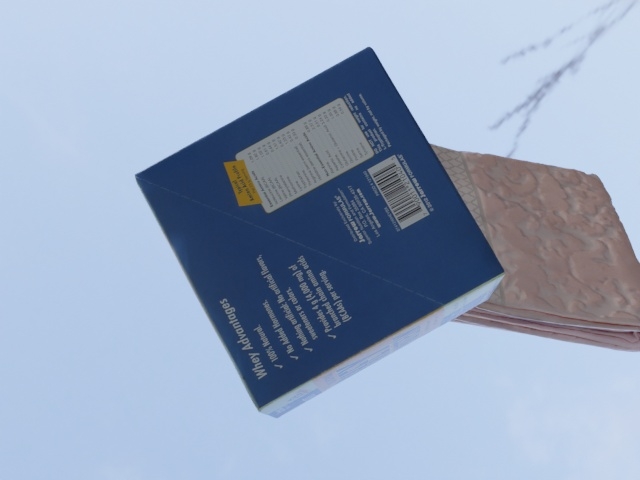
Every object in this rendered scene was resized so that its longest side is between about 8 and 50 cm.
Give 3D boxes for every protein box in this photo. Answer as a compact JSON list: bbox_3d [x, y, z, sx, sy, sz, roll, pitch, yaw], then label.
[{"bbox_3d":[0.000,0.000,0.898,0.201,0.136,0.199,-29,-101,-2],"label":"protein box"}]

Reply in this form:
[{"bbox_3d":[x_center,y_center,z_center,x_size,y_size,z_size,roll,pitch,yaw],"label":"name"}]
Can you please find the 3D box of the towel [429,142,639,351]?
[{"bbox_3d":[0.250,-0.005,1.455,0.317,0.053,0.331,10,-143,-13],"label":"towel"}]
